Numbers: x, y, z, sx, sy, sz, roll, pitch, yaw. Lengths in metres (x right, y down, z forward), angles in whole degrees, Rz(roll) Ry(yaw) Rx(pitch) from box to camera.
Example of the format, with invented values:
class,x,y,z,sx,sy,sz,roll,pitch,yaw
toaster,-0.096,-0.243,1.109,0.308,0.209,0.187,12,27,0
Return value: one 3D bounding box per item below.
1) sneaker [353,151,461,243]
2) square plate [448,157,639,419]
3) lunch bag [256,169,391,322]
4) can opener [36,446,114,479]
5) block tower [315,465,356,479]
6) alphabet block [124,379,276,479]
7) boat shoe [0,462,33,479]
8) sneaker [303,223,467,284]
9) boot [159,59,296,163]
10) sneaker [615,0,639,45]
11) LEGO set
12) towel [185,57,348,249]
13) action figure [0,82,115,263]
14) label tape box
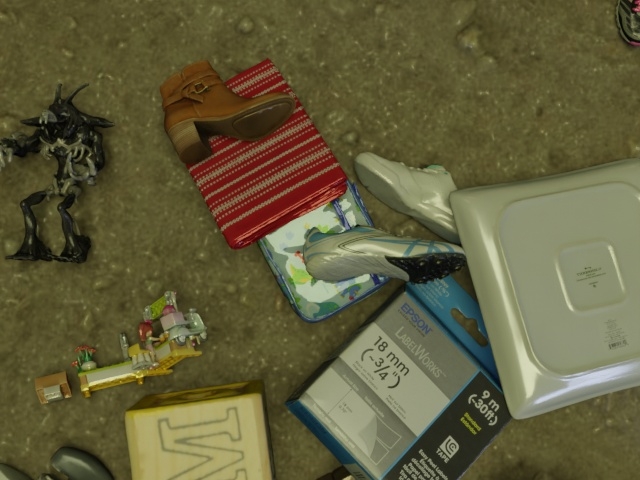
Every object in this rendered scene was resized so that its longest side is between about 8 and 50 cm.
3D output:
class,x,y,z,sx,sy,sz,roll,pitch,yaw
sneaker,0.152,-0.087,1.458,0.212,0.080,0.094,33,75,-7
square plate,0.393,0.057,1.399,0.347,0.049,0.344,-11,78,-17
lunch bag,0.000,0.000,1.436,0.176,0.090,0.219,-27,89,-5
can opener,-0.296,0.419,1.413,0.283,0.076,0.095,37,88,-1
block tower,0.109,0.496,1.412,0.091,0.097,0.336,-28,89,-3
alphabet block,-0.165,0.318,1.365,0.193,0.192,0.197,-7,89,-4
boat shoe,-0.419,0.425,1.407,0.219,0.078,0.070,45,86,-1
sneaker,0.093,0.013,1.357,0.237,0.085,0.086,2,57,-6
boot,-0.145,-0.213,1.409,0.197,0.073,0.152,-21,56,0
sneaker,0.506,-0.391,1.473,0.063,0.075,0.171,11,87,-1
LEGO set,-0.293,0.153,1.413,0.287,0.132,0.107,-24,70,20
towel,-0.100,-0.132,1.412,0.198,0.031,0.275,-29,60,-2
action figure,-0.395,-0.105,1.404,0.164,0.141,0.276,2,89,10
label tape box,0.151,0.203,1.374,0.240,0.106,0.333,46,71,2
